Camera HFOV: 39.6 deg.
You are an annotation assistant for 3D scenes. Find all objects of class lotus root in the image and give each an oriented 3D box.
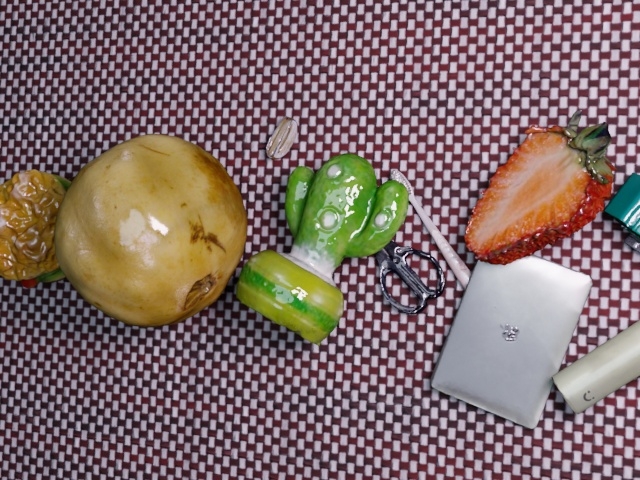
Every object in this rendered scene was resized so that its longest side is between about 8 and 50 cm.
[{"bbox_3d":[-0.069,-0.183,1.610,0.037,0.030,0.083,33,94,48],"label":"lotus root"}]

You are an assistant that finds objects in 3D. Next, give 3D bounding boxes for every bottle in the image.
[{"bbox_3d":[0.465,0.189,1.390,0.201,0.072,0.072,-36,76,13],"label":"bottle"}]

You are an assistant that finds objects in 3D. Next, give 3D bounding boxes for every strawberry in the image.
[{"bbox_3d":[0.361,-0.069,1.421,0.286,0.106,0.188,-45,46,15],"label":"strawberry"}]

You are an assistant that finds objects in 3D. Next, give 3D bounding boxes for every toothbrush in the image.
[{"bbox_3d":[0.206,0.004,1.508,0.025,0.029,0.307,-35,77,8],"label":"toothbrush"}]

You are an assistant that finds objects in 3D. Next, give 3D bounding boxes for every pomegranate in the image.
[{"bbox_3d":[-0.292,-0.016,1.522,0.333,0.332,0.332,-1,86,18],"label":"pomegranate"}]

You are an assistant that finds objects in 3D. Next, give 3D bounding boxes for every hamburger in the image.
[{"bbox_3d":[-0.549,-0.023,1.690,0.237,0.149,0.237,-1,87,17],"label":"hamburger"}]

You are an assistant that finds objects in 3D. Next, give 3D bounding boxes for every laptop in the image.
[{"bbox_3d":[0.311,0.152,1.460,0.188,0.015,0.269,21,93,10],"label":"laptop"}]

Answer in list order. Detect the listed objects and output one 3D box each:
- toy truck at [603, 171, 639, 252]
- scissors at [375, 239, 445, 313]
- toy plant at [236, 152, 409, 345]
[{"bbox_3d":[0.557,-0.001,1.351,0.253,0.124,0.114,39,100,18],"label":"toy truck"},{"bbox_3d":[0.096,-0.004,1.549,0.109,0.022,0.300,-42,75,7],"label":"scissors"},{"bbox_3d":[0.000,0.000,1.507,0.224,0.184,0.315,30,88,29],"label":"toy plant"}]
